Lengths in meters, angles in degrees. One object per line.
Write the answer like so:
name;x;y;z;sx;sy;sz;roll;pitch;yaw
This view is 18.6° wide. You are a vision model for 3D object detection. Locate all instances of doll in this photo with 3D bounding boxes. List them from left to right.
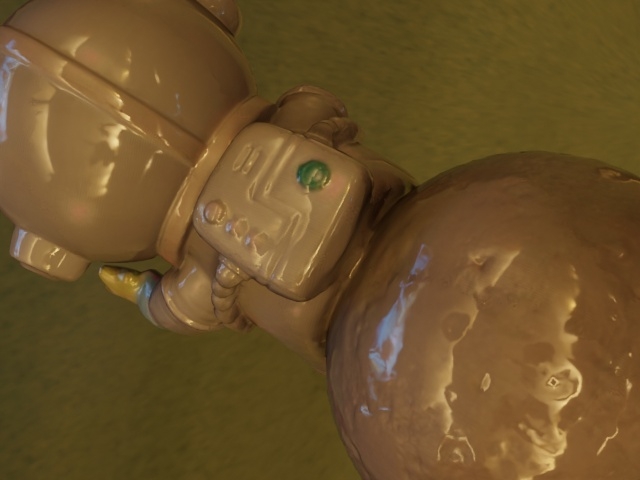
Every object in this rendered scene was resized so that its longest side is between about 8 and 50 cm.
doll;0.000;0.000;0.671;0.287;0.151;0.151;30;98;9
